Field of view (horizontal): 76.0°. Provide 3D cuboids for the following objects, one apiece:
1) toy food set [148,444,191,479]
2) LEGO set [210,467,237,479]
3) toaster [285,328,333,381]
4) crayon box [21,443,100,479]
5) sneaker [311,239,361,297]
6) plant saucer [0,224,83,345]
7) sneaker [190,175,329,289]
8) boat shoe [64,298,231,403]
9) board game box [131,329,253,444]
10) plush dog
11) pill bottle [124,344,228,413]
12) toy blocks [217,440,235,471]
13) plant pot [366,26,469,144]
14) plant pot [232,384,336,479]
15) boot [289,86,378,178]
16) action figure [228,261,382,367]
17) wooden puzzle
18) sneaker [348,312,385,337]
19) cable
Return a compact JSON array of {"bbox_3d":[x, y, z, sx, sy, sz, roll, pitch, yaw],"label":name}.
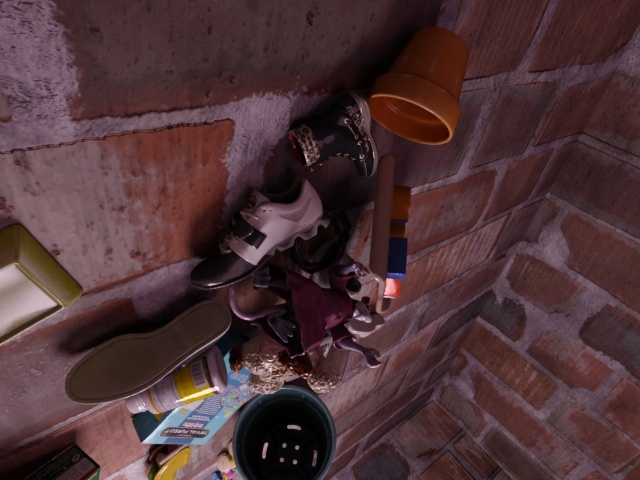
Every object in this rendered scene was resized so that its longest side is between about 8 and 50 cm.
[{"bbox_3d":[-0.459,0.653,1.223,0.128,0.071,0.218,-26,144,-50],"label":"toy food set"},{"bbox_3d":[-0.342,0.931,1.590,0.087,0.093,0.227,-41,145,-10],"label":"LEGO set"},{"bbox_3d":[-0.067,0.341,1.301,0.168,0.110,0.186,-9,130,-42],"label":"toaster"},{"bbox_3d":[-0.673,0.680,0.876,0.363,0.106,0.313,-33,148,-58],"label":"crayon box"},{"bbox_3d":[0.036,0.149,1.186,0.114,0.152,0.305,-33,144,-35],"label":"sneaker"},{"bbox_3d":[-0.505,0.093,0.644,0.188,0.045,0.188,-34,143,-20],"label":"plant saucer"},{"bbox_3d":[-0.146,-0.028,0.874,0.330,0.122,0.146,-34,125,-18],"label":"sneaker"},{"bbox_3d":[-0.357,0.242,0.891,0.340,0.127,0.113,-32,168,-26],"label":"boat shoe"},{"bbox_3d":[-0.302,0.414,1.144,0.336,0.079,0.254,-46,145,-2],"label":"board game box"},{"bbox_3d":[-0.100,0.284,1.032,0.262,0.211,0.225,-8,166,20],"label":"plush dog"},{"bbox_3d":[-0.335,0.327,0.957,0.215,0.117,0.117,-17,139,-5],"label":"pill bottle"},{"bbox_3d":[-0.302,0.793,1.535,0.123,0.054,0.148,-54,152,-1],"label":"toy blocks"},{"bbox_3d":[0.227,-0.343,0.898,0.205,0.205,0.188,29,86,-55],"label":"plant pot"},{"bbox_3d":[-0.120,0.739,1.471,0.341,0.341,0.334,-32,151,-22],"label":"plant pot"},{"bbox_3d":[0.033,-0.200,0.914,0.178,0.085,0.236,-34,144,-12],"label":"boot"},{"bbox_3d":[-0.004,0.181,1.007,0.370,0.275,0.248,12,76,-51],"label":"action figure"},{"bbox_3d":[0.188,0.001,1.069,0.348,0.080,0.322,65,31,-65],"label":"wooden puzzle"},{"bbox_3d":[0.168,0.346,1.597,0.212,0.080,0.094,3,133,-50],"label":"sneaker"},{"bbox_3d":[0.000,0.000,1.055,0.150,0.047,0.184,10,104,-24],"label":"cable"}]
